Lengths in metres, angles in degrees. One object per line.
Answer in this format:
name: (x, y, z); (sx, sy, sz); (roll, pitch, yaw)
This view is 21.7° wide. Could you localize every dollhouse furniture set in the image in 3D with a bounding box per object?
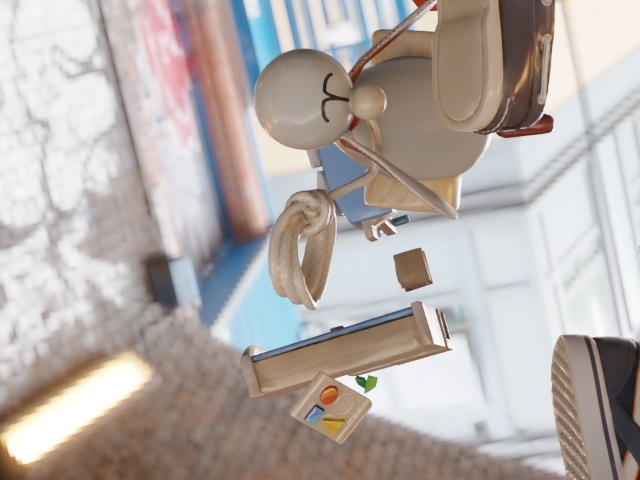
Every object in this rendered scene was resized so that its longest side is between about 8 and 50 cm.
dollhouse furniture set: (0.000, 0.000, 1.831); (0.198, 0.303, 0.286); (-16, 172, 7)

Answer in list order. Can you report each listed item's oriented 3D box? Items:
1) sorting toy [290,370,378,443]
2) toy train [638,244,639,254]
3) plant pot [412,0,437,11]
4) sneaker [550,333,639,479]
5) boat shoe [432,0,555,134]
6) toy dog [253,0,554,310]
sorting toy: (0.017, 0.152, 1.592); (0.083, 0.062, 0.012); (-53, -169, 21)
toy train: (0.465, 0.080, 2.159); (0.125, 0.166, 0.046); (-6, -157, 38)
plant pot: (0.212, -0.438, 1.990); (0.236, 0.267, 0.267); (15, 162, 38)
sneaker: (0.282, 0.229, 1.447); (0.127, 0.321, 0.126); (1, 155, -7)
boat shoe: (0.113, -0.165, 1.008); (0.065, 0.206, 0.075); (5, 180, -35)
toy dog: (0.080, -0.091, 1.299); (0.161, 0.220, 0.333); (1, -158, 21)
